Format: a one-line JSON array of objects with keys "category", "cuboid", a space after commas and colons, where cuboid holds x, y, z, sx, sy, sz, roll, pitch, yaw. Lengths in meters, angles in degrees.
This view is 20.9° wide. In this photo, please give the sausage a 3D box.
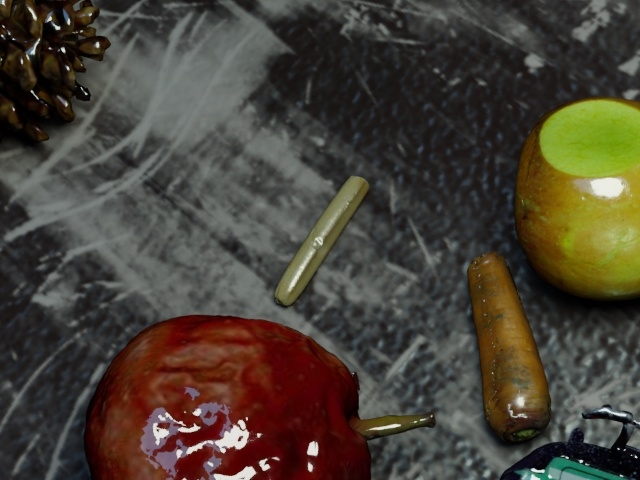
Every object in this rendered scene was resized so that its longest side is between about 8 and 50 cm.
[{"category": "sausage", "cuboid": [0.000, 0.000, 1.491, 0.024, 0.024, 0.132, 27, 71, 22]}]

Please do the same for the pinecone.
[{"category": "pinecone", "cuboid": [-0.330, -0.179, 1.541, 0.273, 0.224, 0.224, -11, 61, -16]}]

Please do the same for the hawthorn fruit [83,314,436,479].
[{"category": "hawthorn fruit", "cuboid": [-0.045, 0.161, 1.332, 0.266, 0.210, 0.230, -9, 49, -9]}]

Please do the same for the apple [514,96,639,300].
[{"category": "apple", "cuboid": [0.235, -0.031, 1.390, 0.147, 0.146, 0.163, 2, 46, 20]}]

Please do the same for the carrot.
[{"category": "carrot", "cuboid": [0.150, 0.087, 1.407, 0.055, 0.055, 0.161, -12, 56, 6]}]

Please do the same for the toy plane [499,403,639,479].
[{"category": "toy plane", "cuboid": [0.269, 0.239, 1.252, 0.382, 0.106, 0.155, 20, 64, 3]}]
